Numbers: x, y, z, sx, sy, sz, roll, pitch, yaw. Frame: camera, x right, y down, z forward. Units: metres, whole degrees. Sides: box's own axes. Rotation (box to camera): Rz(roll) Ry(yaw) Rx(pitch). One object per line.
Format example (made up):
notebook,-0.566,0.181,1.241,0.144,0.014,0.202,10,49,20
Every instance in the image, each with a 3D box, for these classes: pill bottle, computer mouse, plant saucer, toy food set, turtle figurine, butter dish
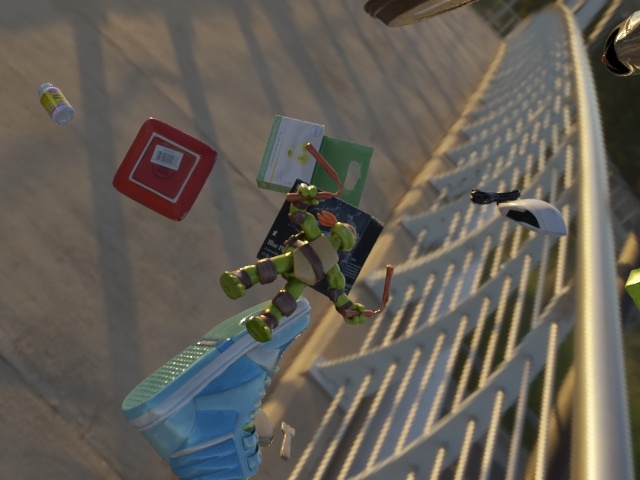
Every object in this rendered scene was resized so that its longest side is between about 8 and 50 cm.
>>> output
pill bottle,-0.486,-0.252,1.812,0.043,0.043,0.083,13,32,-55
computer mouse,0.327,-0.052,1.582,0.106,0.042,0.193,4,16,-29
plant saucer,0.193,-0.347,1.327,0.041,0.278,0.278,70,22,-4
toy food set,-0.132,0.300,1.651,0.192,0.038,0.132,37,16,-9
turtle figurine,-0.029,0.022,1.334,0.087,0.217,0.269,14,-47,55
butter dish,-0.292,-0.129,1.910,0.160,0.159,0.118,27,-5,5

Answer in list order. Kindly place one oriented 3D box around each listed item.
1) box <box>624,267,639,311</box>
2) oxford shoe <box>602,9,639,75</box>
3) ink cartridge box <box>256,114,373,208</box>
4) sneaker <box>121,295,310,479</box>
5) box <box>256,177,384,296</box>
box,0.445,0.060,1.096,0.109,0.178,0.042,55,42,-15
oxford shoe,0.539,-0.338,1.683,0.348,0.130,0.122,-13,87,-76
ink cartridge box,-0.011,-0.176,2.240,0.235,0.171,0.056,13,-20,6
sneaker,-0.112,0.233,1.453,0.208,0.319,0.127,61,-22,-13
box,0.000,0.000,1.707,0.156,0.158,0.093,28,1,21
